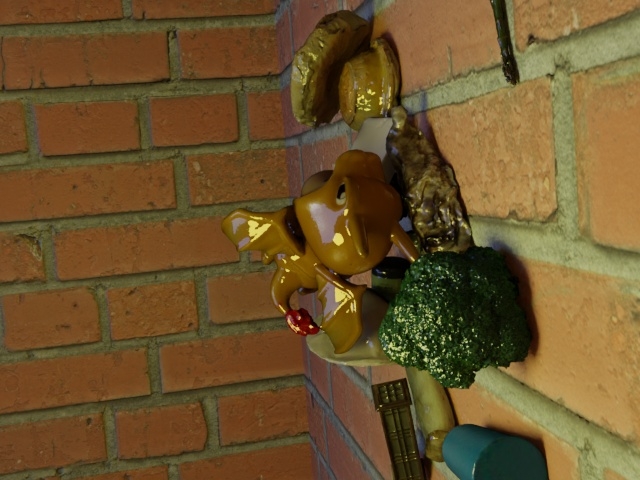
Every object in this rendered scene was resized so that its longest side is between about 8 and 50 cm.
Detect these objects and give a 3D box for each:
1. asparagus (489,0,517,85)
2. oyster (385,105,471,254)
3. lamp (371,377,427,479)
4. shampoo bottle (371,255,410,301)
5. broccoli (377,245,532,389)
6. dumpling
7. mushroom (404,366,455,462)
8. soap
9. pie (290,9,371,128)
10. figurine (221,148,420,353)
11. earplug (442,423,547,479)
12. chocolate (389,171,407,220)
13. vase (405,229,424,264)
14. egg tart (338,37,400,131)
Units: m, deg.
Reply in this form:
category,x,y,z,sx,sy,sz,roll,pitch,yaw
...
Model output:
category,x,y,z,sx,sy,sz,roll,pitch,yaw
asparagus,0.301,-0.376,1.305,0.024,0.025,0.248,-13,80,36
oyster,0.216,-0.085,1.680,0.204,0.111,0.396,97,160,-59
lamp,0.196,0.481,1.898,0.090,0.089,0.325,-99,-4,-55
shampoo bottle,0.180,0.185,1.990,0.101,0.101,0.283,-122,28,-66
broccoli,0.242,0.148,1.409,0.269,0.269,0.254,110,157,-66
dumpling,0.094,0.204,1.857,0.293,0.205,0.163,35,113,52
mushroom,0.251,0.358,1.789,0.312,0.081,0.100,-100,23,-43
soap,0.128,-0.202,1.824,0.122,0.064,0.183,10,67,44
pie,0.028,-0.452,2.056,0.339,0.083,0.339,-50,-22,-30
figurine,0.028,0.024,1.722,0.401,0.268,0.387,54,133,3
earplug,0.303,0.406,1.441,0.273,0.133,0.132,149,115,-82
chocolate,0.169,-0.099,1.841,0.133,0.156,0.156,11,106,62
vase,0.228,0.060,1.791,0.059,0.059,0.166,-144,50,-75
egg tart,0.123,-0.378,1.988,0.288,0.119,0.288,178,90,-76
